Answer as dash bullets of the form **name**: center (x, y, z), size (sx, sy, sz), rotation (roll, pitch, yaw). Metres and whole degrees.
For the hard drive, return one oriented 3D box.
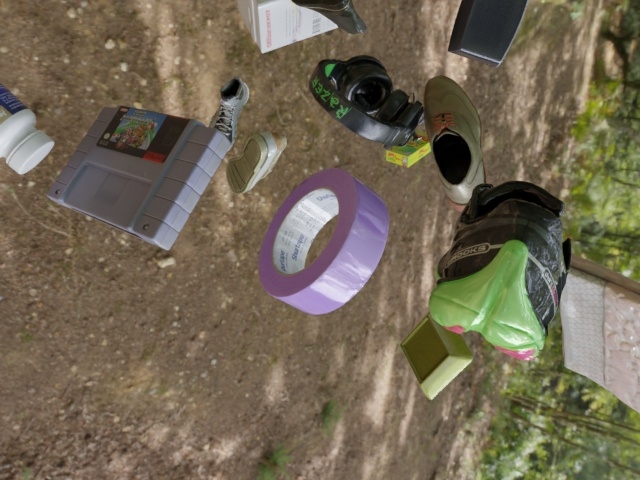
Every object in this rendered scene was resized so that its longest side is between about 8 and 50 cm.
- **hard drive**: center (0.445, -0.592, 1.476), size (0.054, 0.172, 0.255), rotation (-122, -133, -65)

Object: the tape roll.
- **tape roll**: center (0.000, 0.000, 1.104), size (0.090, 0.275, 0.275), rotation (32, 69, -32)

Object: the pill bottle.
- **pill bottle**: center (-0.571, -0.210, 1.002), size (0.186, 0.112, 0.112), rotation (44, 52, -13)

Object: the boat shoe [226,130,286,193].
- **boat shoe**: center (-0.189, -0.223, 1.683), size (0.103, 0.302, 0.113), rotation (-22, 86, -31)

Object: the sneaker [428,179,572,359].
- **sneaker**: center (0.268, 0.023, 0.806), size (0.202, 0.185, 0.483), rotation (-67, 171, 8)

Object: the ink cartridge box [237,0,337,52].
- **ink cartridge box**: center (-0.098, -0.735, 1.716), size (0.270, 0.197, 0.198), rotation (-23, 161, -12)

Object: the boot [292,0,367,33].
- **boot**: center (0.015, -0.585, 1.458), size (0.077, 0.198, 0.137), rotation (-56, 145, 1)

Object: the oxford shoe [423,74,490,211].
- **oxford shoe**: center (0.291, -0.240, 1.255), size (0.130, 0.123, 0.348), rotation (37, 37, -56)

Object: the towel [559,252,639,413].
- **towel**: center (0.562, 0.205, 1.009), size (0.053, 0.317, 0.332), rotation (-37, 131, -16)

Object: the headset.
- **headset**: center (0.125, -0.299, 1.341), size (0.394, 0.243, 0.185), rotation (-8, 143, -47)

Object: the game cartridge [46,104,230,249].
- **game cartridge**: center (-0.346, -0.134, 1.055), size (0.068, 0.355, 0.230), rotation (37, 74, -52)

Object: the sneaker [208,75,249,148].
- **sneaker**: center (-0.271, -0.360, 1.612), size (0.132, 0.086, 0.229), rotation (113, -5, -86)

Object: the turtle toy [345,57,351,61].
- **turtle toy**: center (0.072, -0.468, 1.642), size (0.130, 0.066, 0.095), rotation (122, -48, -86)

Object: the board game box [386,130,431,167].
- **board game box**: center (0.318, -0.320, 1.986), size (0.181, 0.092, 0.043), rotation (-36, 136, -36)

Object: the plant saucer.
- **plant saucer**: center (0.288, 0.289, 1.507), size (0.045, 0.188, 0.188), rotation (11, 128, -34)
